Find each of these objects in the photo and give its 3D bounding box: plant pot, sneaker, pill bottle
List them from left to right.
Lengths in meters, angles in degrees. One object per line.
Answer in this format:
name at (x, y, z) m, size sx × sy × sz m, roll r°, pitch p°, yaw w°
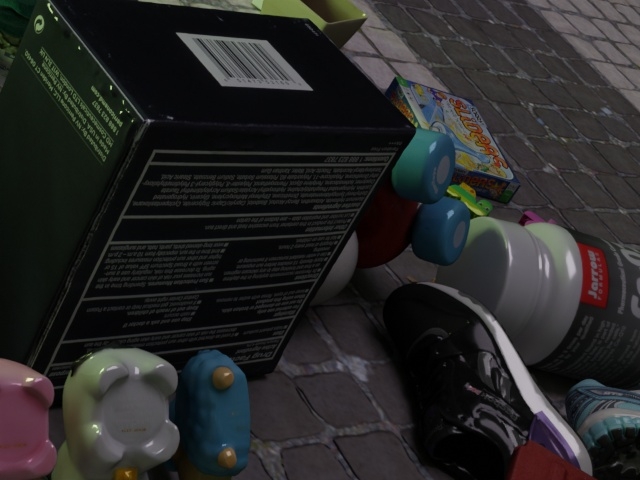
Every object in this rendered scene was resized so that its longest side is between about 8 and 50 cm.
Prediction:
plant pot at (-0.022, -0.289, 1.849) m, size 0.109 × 0.096 × 0.109 m, roll 42°, pitch 30°, yaw 17°
sneaker at (0.137, 0.151, 1.335) m, size 0.124 × 0.107 × 0.283 m, roll -11°, pitch 50°, yaw -43°
pill bottle at (0.281, 0.071, 1.525) m, size 0.283 × 0.161 × 0.161 m, roll 15°, pitch 33°, yaw -27°
sneaker at (0.389, 0.206, 1.481) m, size 0.283 × 0.110 × 0.122 m, roll 16°, pitch 30°, yaw -26°

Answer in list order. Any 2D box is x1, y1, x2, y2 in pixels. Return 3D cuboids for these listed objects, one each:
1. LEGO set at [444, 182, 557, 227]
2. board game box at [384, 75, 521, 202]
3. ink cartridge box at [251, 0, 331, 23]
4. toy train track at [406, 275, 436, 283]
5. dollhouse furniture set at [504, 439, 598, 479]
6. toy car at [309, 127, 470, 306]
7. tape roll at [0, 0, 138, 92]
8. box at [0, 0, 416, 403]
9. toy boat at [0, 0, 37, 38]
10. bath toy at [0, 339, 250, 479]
LEGO set at (0.185, -0.041, 1.675) m, size 0.227 × 0.087 × 0.093 m, roll 38°, pitch 45°, yaw 11°
board game box at (0.178, -0.139, 1.872) m, size 0.136 × 0.035 × 0.201 m, roll 13°, pitch 34°, yaw -29°
ink cartridge box at (-0.023, -0.330, 1.954) m, size 0.122 × 0.052 × 0.088 m, roll 41°, pitch 30°, yaw 13°
toy train track at (0.122, 0.055, 1.553) m, size 0.048 × 0.014 × 0.083 m, roll 33°, pitch 23°, yaw 16°
dollhouse furniture set at (0.123, 0.331, 0.946) m, size 0.152 × 0.201 × 0.374 m, roll 33°, pitch 29°, yaw 2°
toy car at (0.000, 0.000, 1.394) m, size 0.219 × 0.210 × 0.238 m, roll 17°, pitch 61°, yaw 26°
tape roll at (-0.290, -0.212, 1.356) m, size 0.219 × 0.219 × 0.072 m, roll 21°, pitch 32°, yaw -19°
box at (-0.131, -0.033, 1.161) m, size 0.296 × 0.294 × 0.183 m, roll -2°, pitch 41°, yaw -45°
toy boat at (-0.369, -0.285, 1.465) m, size 0.318 × 0.148 × 0.267 m, roll 13°, pitch 1°, yaw -25°
bath toy at (-0.226, 0.143, 0.983) m, size 0.348 × 0.152 × 0.129 m, roll 5°, pitch 1°, yaw -35°
